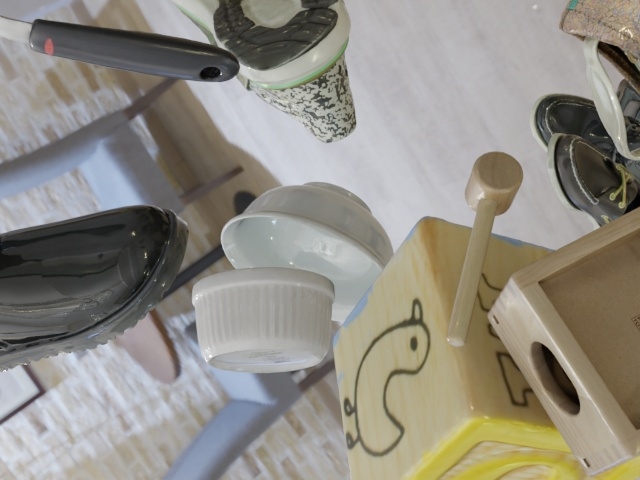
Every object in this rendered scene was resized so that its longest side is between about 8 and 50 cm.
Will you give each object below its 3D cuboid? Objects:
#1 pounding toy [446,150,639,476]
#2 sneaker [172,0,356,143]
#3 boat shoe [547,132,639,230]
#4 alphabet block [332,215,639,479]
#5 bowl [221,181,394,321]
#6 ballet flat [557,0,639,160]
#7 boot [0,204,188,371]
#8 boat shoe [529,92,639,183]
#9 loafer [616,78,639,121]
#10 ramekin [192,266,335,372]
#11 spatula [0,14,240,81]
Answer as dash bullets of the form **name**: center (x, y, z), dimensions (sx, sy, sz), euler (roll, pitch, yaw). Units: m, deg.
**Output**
- **pounding toy**: center (0.158, 0.042, 0.553), dimensions (0.206, 0.181, 0.094), euler (60, 168, 20)
- **sneaker**: center (-0.065, -0.235, 0.988), dimensions (0.182, 0.158, 0.410), euler (64, 179, -39)
- **boat shoe**: center (0.341, -0.055, 0.987), dimensions (0.068, 0.081, 0.227), euler (2, 154, 45)
- **alphabet block**: center (0.140, 0.127, 0.722), dimensions (0.197, 0.193, 0.192), euler (-99, 29, -43)
- **bowl**: center (0.000, 0.000, 1.363), dimensions (0.297, 0.134, 0.298), euler (18, 150, 11)
- **ballet flat**: center (0.291, -0.081, 0.653), dimensions (0.316, 0.106, 0.107), euler (48, -178, -13)
- **boot**: center (-0.414, -0.026, 0.859), dimensions (0.367, 0.146, 0.445), euler (-27, 135, 25)
- **boat shoe**: center (0.505, -0.143, 1.388), dimensions (0.340, 0.127, 0.113), euler (32, 176, -17)
- **loafer**: center (0.545, -0.183, 1.551), dimensions (0.084, 0.096, 0.268), euler (43, 143, 23)
- **ramekin**: center (-0.080, 0.120, 1.198), dimensions (0.207, 0.207, 0.109), euler (133, 137, -62)
- **spatula**: center (-0.193, -0.134, 0.500), dimensions (0.296, 0.030, 0.084), euler (13, 151, -12)
